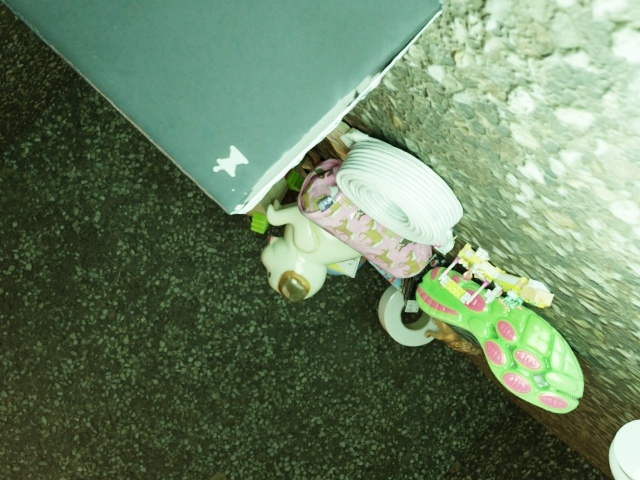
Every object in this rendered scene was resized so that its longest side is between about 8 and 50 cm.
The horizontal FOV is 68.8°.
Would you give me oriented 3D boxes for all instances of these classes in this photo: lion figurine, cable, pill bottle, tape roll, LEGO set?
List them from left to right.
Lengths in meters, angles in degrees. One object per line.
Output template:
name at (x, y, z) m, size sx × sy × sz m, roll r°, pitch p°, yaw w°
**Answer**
cable at (0.153, -0.092, 0.936) m, size 0.257 × 0.089 × 0.257 m, roll 28°, pitch 167°, yaw 42°
tape roll at (0.403, 0.313, 2.052) m, size 0.286 × 0.286 × 0.100 m, roll 45°, pitch 179°, yaw -11°
lion figurine at (0.502, 0.304, 1.871) m, size 0.240 × 0.142 × 0.392 m, roll 3°, pitch 137°, yaw 54°
LEGO set at (0.346, 0.092, 0.992) m, size 0.287 × 0.107 × 0.132 m, roll 42°, pitch 178°, yaw 45°
pill bottle at (0.707, 0.484, 0.973) m, size 0.301 × 0.169 × 0.169 m, roll 46°, pitch 177°, yaw -38°

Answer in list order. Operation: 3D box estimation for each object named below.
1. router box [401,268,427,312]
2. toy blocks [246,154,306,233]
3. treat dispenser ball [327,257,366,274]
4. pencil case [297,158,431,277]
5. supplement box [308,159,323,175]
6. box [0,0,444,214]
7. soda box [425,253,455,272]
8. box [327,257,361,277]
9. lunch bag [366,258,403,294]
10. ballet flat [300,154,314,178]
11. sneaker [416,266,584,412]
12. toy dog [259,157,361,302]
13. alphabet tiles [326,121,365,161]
router box at (0.300, 0.125, 1.507) m, size 0.133 × 0.046 × 0.178 m, roll -89°, pitch 1°, yaw -46°
toy blocks at (-0.172, -0.252, 1.502) m, size 0.191 × 0.381 × 0.261 m, roll 19°, pitch 157°, yaw 20°
treat dispenser ball at (0.083, 0.012, 2.097) m, size 0.288 × 0.288 × 0.288 m, roll 44°, pitch 178°, yaw 2°
pencil case at (0.123, -0.043, 1.189) m, size 0.386 × 0.160 × 0.167 m, roll 34°, pitch 179°, yaw -35°
supplement box at (-0.004, -0.231, 1.697) m, size 0.080 × 0.078 × 0.233 m, roll 30°, pitch 180°, yaw -7°
box at (-0.196, -0.320, 0.561) m, size 0.480 × 0.297 × 0.472 m, roll 45°, pitch 179°, yaw -20°
soda box at (0.385, 0.116, 1.422) m, size 0.169 × 0.060 × 0.053 m, roll 46°, pitch 176°, yaw -34°
box at (0.088, -0.002, 1.672) m, size 0.169 × 0.087 × 0.290 m, roll 19°, pitch -147°, yaw 8°
lunch bag at (0.287, 0.062, 1.808) m, size 0.221 × 0.138 × 0.293 m, roll 44°, pitch -169°, yaw -11°
ballet flat at (-0.053, -0.298, 1.827) m, size 0.068 × 0.072 × 0.213 m, roll 14°, pitch 168°, yaw 19°
sneaker at (0.459, 0.225, 1.188) m, size 0.202 × 0.185 × 0.483 m, roll 22°, pitch -163°, yaw -41°
toy dog at (0.000, 0.000, 1.424) m, size 0.395 × 0.408 × 0.284 m, roll 45°, pitch -174°, yaw -19°
alphabet tiles at (0.120, -0.178, 1.116) m, size 0.278 × 0.021 × 0.284 m, roll 41°, pitch 176°, yaw 41°
